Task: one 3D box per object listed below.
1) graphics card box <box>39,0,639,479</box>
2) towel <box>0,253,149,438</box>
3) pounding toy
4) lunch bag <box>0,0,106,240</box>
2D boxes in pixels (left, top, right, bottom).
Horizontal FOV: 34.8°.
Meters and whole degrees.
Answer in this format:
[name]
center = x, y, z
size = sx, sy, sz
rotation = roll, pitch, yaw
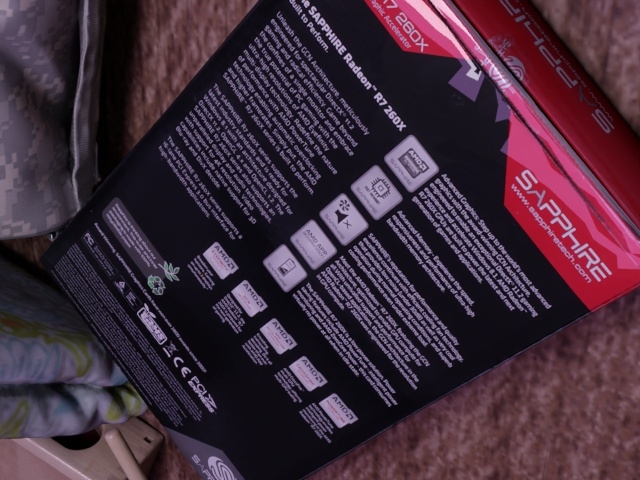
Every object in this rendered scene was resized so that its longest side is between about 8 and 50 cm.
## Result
[graphics card box]
center = 0.000, 0.000, 0.611
size = 0.233, 0.094, 0.371
rotation = 51, 130, 3
[towel]
center = -0.335, 0.039, 0.692
size = 0.320, 0.374, 0.090
rotation = 28, 98, 31
[pounding toy]
center = -0.174, 0.191, 0.838
size = 0.206, 0.094, 0.181
rotation = 31, 122, 8
[lunch bag]
center = -0.260, -0.155, 0.644
size = 0.256, 0.212, 0.305
rotation = 15, 123, 1
